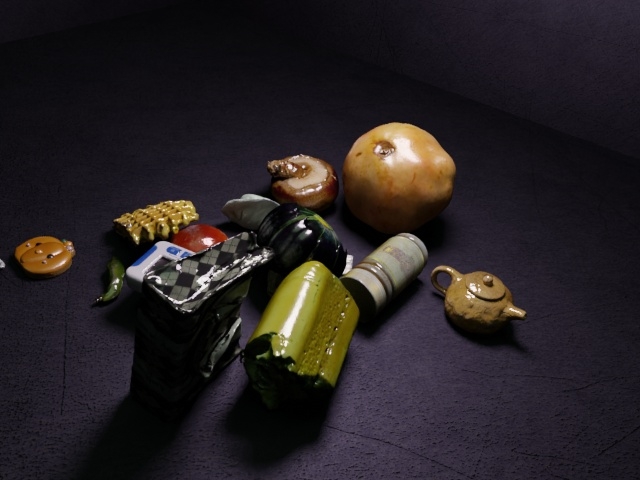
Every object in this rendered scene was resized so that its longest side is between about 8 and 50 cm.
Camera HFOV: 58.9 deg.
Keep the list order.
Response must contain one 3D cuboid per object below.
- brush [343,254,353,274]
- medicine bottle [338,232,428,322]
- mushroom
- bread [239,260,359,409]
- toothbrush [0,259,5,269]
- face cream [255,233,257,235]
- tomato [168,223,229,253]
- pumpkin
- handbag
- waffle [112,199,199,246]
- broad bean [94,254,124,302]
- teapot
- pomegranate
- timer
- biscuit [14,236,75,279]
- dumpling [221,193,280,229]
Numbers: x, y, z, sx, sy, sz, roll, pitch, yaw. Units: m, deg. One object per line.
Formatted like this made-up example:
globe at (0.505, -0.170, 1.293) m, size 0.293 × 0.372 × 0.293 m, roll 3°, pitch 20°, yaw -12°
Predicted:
brush at (-0.029, 0.060, 1.857) m, size 0.272 × 0.013 × 0.103 m, roll 10°, pitch 37°, yaw 0°
medicine bottle at (0.195, 0.104, 1.738) m, size 0.151 × 0.151 × 0.322 m, roll 30°, pitch 42°, yaw 25°
mushroom at (-0.071, -0.205, 2.076) m, size 0.278 × 0.163 × 0.297 m, roll 14°, pitch 37°, yaw -9°
bread at (-0.048, 0.237, 1.447) m, size 0.208 × 0.251 × 0.377 m, roll -19°, pitch 27°, yaw 34°
toothbrush at (-1.054, -0.022, 1.707) m, size 0.386 × 0.040 × 0.040 m, roll 34°, pitch 43°, yaw 27°
face cream at (-0.201, 0.029, 1.804) m, size 0.077 × 0.077 × 0.250 m, roll 22°, pitch 39°, yaw 15°
tomato at (-0.371, 0.013, 1.734) m, size 0.199 × 0.112 × 0.228 m, roll 0°, pitch 34°, yaw 5°
pumpkin at (-0.075, 0.042, 1.706) m, size 0.295 × 0.296 × 0.296 m, roll 6°, pitch 37°, yaw -5°
handbag at (-0.268, 0.187, 1.310) m, size 0.180 × 0.416 × 0.316 m, roll 37°, pitch 44°, yaw 17°
waffle at (-0.527, -0.058, 1.762) m, size 0.309 × 0.065 × 0.283 m, roll -10°, pitch 22°, yaw 16°
broad bean at (-0.597, 0.109, 1.639) m, size 0.061 × 0.046 × 0.195 m, roll 8°, pitch 39°, yaw -7°
teapot at (0.475, 0.163, 1.714) m, size 0.311 × 0.167 × 0.203 m, roll 33°, pitch 43°, yaw 28°
pomegranate at (0.268, -0.212, 2.008) m, size 0.411 × 0.412 × 0.412 m, roll 6°, pitch 37°, yaw -5°
timer at (-0.385, 0.107, 1.556) m, size 0.253 × 0.078 × 0.178 m, roll 21°, pitch 41°, yaw 15°
biscuit at (-0.809, 0.039, 1.675) m, size 0.170 × 0.050 × 0.170 m, roll 7°, pitch 38°, yaw -5°
dumpling at (-0.223, -0.112, 1.919) m, size 0.219 × 0.153 × 0.108 m, roll 3°, pitch 40°, yaw -18°
